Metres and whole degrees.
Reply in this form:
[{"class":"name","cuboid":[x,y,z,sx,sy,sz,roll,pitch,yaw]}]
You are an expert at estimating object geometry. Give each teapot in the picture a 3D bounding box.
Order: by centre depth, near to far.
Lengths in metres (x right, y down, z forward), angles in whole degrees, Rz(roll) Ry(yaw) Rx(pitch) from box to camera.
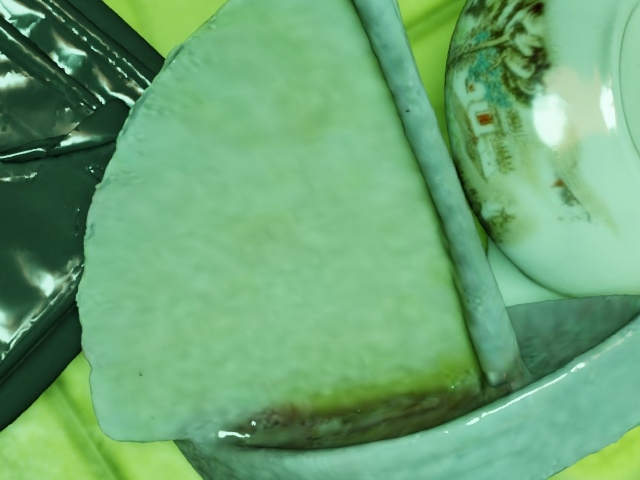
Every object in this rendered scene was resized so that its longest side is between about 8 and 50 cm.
[{"class":"teapot","cuboid":[0.146,-0.079,0.649,0.204,0.139,0.298,7,79,-38]}]

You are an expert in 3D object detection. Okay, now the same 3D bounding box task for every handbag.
[{"class":"handbag","cuboid":[-0.209,-0.055,0.601,0.275,0.088,0.244,41,75,-4]}]

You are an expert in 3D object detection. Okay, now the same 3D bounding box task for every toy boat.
[{"class":"toy boat","cuboid":[0.001,0.029,0.575,0.276,0.111,0.293,-34,108,23]}]
